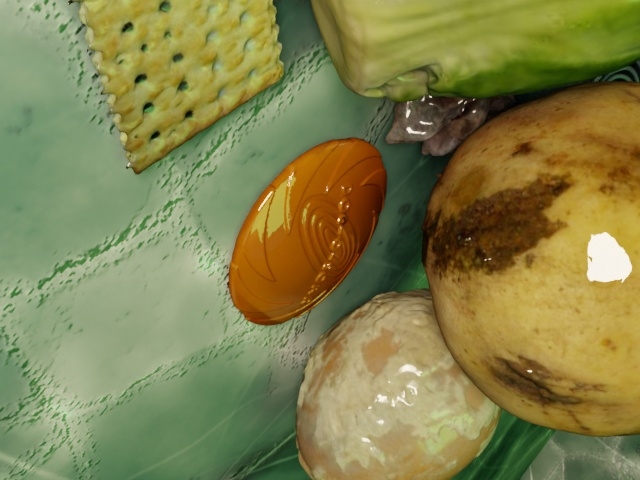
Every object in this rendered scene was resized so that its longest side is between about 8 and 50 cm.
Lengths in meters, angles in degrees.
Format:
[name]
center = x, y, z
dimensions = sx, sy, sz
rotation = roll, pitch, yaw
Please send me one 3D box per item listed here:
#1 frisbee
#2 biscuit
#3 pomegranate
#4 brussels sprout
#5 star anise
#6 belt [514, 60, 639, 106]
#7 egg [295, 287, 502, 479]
[frisbee]
center = 0.000, 0.000, 0.677
dimensions = 0.192, 0.035, 0.192
rotation = -35, 145, -29
[biscuit]
center = -0.082, -0.157, 0.423
dimensions = 0.139, 0.016, 0.231
rotation = -39, 146, -26
[pomegranate]
center = 0.237, 0.017, 0.655
dimensions = 0.322, 0.322, 0.322
rotation = -35, 144, -30
[brussels sprout]
center = 0.117, -0.194, 0.472
dimensions = 0.271, 0.219, 0.210
rotation = -24, 145, 10
[star anise]
center = 0.151, -0.167, 0.682
dimensions = 0.196, 0.073, 0.212
rotation = -17, 136, -42
[belt]
center = 0.295, -0.117, 0.890
dimensions = 0.206, 0.116, 0.267
rotation = -60, 147, 0
[egg]
center = 0.082, 0.161, 0.787
dimensions = 0.245, 0.203, 0.203
rotation = -40, 147, -20
